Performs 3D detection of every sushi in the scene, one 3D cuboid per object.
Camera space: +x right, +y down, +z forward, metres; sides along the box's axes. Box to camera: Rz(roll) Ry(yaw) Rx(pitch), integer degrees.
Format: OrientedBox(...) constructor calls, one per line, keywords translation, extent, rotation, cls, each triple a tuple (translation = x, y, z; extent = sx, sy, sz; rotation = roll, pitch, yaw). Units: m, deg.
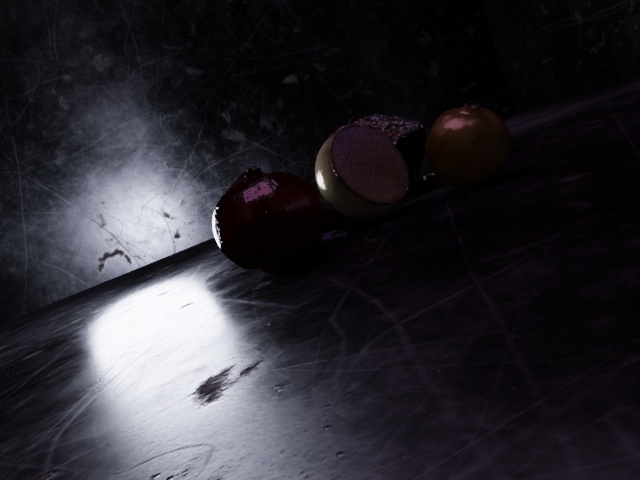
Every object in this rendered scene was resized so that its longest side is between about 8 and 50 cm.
OrientedBox(translation=(0.198, -0.253, 1.767), extent=(0.328, 0.286, 0.327), rotation=(13, 34, 37), cls="sushi")

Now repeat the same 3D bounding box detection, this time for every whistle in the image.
OrientedBox(translation=(0.000, 0.000, 1.360), extent=(0.176, 0.033, 0.033), rotation=(-12, 12, 47), cls="whistle")

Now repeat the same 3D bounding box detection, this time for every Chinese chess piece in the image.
OrientedBox(translation=(0.117, -0.185, 1.440), extent=(0.269, 0.270, 0.112), rotation=(-27, -10, -37), cls="Chinese chess piece")

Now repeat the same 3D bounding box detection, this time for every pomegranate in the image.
OrientedBox(translation=(0.386, -0.243, 1.366), extent=(0.232, 0.233, 0.233), rotation=(-21, 8, 3), cls="pomegranate")

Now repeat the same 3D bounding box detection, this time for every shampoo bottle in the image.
OrientedBox(translation=(0.042, -0.056, 1.439), extent=(0.236, 0.067, 0.068), rotation=(-20, -12, -34), cls="shampoo bottle")

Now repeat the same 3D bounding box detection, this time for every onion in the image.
OrientedBox(translation=(-0.124, -0.049, 1.227), extent=(0.276, 0.277, 0.276), rotation=(-21, 8, 3), cls="onion")

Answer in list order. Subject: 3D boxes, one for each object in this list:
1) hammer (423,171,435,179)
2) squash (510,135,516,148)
OrientedBox(translation=(0.463, -0.252, 1.900), extent=(0.062, 0.017, 0.182), rotation=(-28, 12, -39), cls="hammer")
OrientedBox(translation=(0.617, -0.325, 1.796), extent=(0.201, 0.067, 0.066), rotation=(-24, 8, -39), cls="squash")
